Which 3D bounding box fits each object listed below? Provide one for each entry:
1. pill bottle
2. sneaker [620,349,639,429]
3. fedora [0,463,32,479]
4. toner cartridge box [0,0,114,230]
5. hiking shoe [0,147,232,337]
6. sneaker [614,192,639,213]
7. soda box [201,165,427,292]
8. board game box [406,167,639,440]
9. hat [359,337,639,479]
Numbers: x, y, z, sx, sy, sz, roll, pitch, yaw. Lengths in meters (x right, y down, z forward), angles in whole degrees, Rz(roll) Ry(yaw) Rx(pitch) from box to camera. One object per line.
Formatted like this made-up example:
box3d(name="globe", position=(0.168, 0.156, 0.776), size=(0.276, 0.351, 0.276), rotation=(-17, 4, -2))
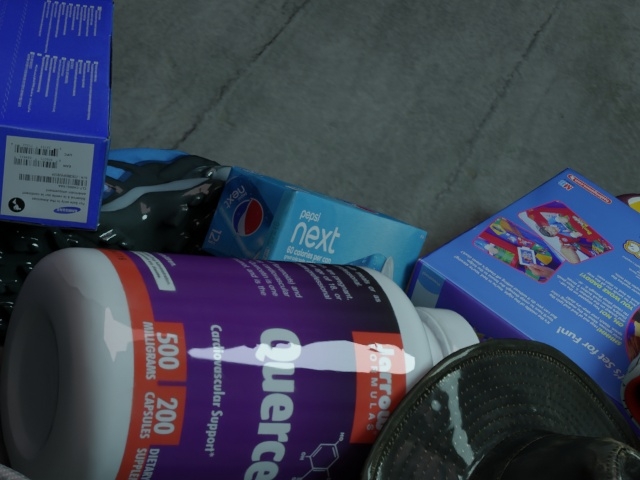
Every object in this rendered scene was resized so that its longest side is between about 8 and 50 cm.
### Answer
box3d(name="pill bottle", position=(-0.049, 0.102, 1.172), size=(0.322, 0.181, 0.181), rotation=(4, 44, -28))
box3d(name="sneaker", position=(0.357, 0.141, 1.246), size=(0.270, 0.090, 0.145), rotation=(28, 41, 21))
box3d(name="fedora", position=(-0.244, 0.258, 0.917), size=(0.243, 0.124, 0.275), rotation=(17, 47, -11))
box3d(name="toner cartridge box", position=(-0.244, -0.116, 1.280), size=(0.165, 0.075, 0.348), rotation=(8, 23, -9))
box3d(name="hiking shoe", position=(-0.193, -0.004, 1.292), size=(0.304, 0.113, 0.132), rotation=(-9, 25, -35))
box3d(name="sneaker", position=(0.373, -0.033, 1.673), size=(0.185, 0.084, 0.070), rotation=(6, 43, -27))
box3d(name="soda box", position=(0.000, 0.000, 1.333), size=(0.067, 0.071, 0.210), rotation=(22, 4, 33))
box3d(name="board game box", position=(0.273, 0.094, 1.408), size=(0.347, 0.078, 0.233), rotation=(37, 43, 25))
box3d(name="hat", position=(0.182, 0.219, 1.110), size=(0.331, 0.134, 0.331), rotation=(11, 71, -34))
